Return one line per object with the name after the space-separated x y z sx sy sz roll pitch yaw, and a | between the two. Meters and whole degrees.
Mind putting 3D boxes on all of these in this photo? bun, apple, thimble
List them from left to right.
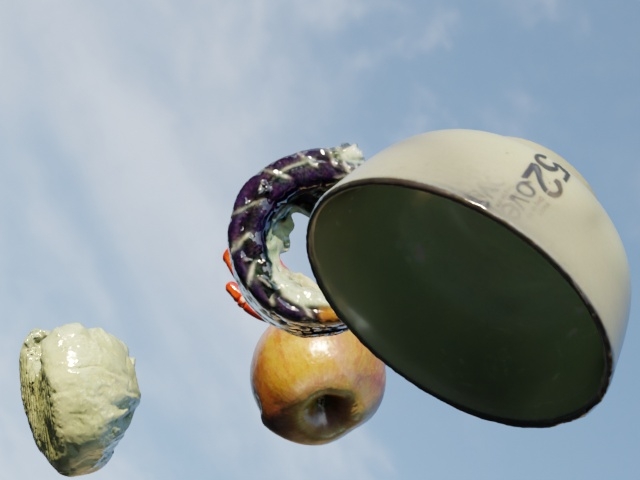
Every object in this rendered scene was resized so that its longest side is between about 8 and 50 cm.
-0.298 0.185 1.700 0.212 0.126 0.204 42 -47 52 | bun
-0.004 0.206 2.078 0.188 0.211 0.211 -104 -172 -51 | apple
0.000 0.000 1.688 0.237 0.237 0.150 51 -8 9 | thimble

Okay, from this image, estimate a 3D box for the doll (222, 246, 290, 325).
-0.052 0.135 2.387 0.105 0.200 0.336 -53 -127 31 | doll

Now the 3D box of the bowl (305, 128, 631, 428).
0.180 0.013 1.433 0.354 0.185 0.354 26 -34 19 | bowl
